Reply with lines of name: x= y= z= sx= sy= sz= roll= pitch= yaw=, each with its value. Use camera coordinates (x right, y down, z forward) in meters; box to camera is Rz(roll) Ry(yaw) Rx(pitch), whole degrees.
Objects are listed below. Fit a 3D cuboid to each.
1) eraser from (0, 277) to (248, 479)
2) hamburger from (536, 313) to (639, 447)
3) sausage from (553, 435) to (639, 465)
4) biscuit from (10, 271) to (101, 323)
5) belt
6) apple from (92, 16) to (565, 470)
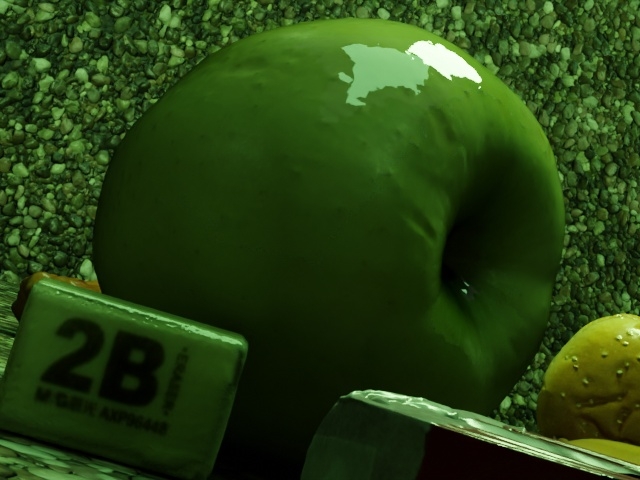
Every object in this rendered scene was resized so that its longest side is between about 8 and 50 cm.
eraser: x=-0.150 y=0.106 z=0.872 sx=0.172 sy=0.117 sz=0.058 roll=17 pitch=-4 yaw=-6
hamburger: x=0.519 y=0.275 z=1.920 sx=0.290 sy=0.314 sz=0.170 roll=37 pitch=22 yaw=10
sausage: x=0.469 y=0.362 z=1.768 sx=0.112 sy=0.112 sz=0.328 roll=19 pitch=-6 yaw=-36
biscuit: x=-0.277 y=0.135 z=1.721 sx=0.318 sy=0.110 sz=0.312 roll=15 pitch=-2 yaw=14
belt: x=0.149 y=0.189 z=0.766 sx=0.324 sy=0.115 sz=0.227 roll=16 pitch=-5 yaw=-4
apple: x=0.000 y=0.000 z=1.133 sx=0.474 sy=0.473 sz=0.473 roll=16 pitch=-4 yaw=1
